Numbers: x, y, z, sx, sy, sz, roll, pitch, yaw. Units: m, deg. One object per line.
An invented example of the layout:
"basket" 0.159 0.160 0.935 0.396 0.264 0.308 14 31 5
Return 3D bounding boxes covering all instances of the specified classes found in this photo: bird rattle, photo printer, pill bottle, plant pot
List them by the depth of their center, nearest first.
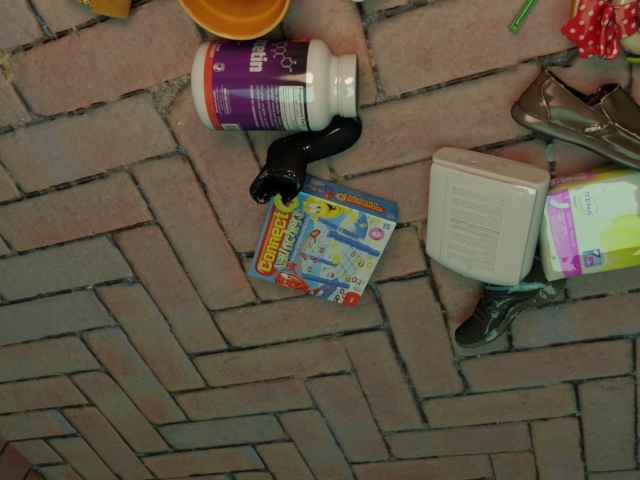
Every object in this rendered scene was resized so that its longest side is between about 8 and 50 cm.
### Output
"plant pot" -0.141 -0.498 0.995 0.205 0.188 0.205 4 140 4
"bird rattle" 0.582 -0.406 1.020 0.253 0.143 0.207 20 105 -13
"pill bottle" -0.086 -0.315 1.142 0.322 0.182 0.182 1 127 7
"photo printer" 0.368 -0.041 1.280 0.255 0.107 0.308 19 133 29

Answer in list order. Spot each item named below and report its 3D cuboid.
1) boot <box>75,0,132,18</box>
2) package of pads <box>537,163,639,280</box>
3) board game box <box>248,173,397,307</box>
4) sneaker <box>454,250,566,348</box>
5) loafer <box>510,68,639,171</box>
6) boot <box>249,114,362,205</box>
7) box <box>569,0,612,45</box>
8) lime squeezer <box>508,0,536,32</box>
"boot" -0.369 -0.532 1.083 0.294 0.104 0.211 16 133 2
"package of pads" 0.636 -0.052 1.256 0.296 0.101 0.229 -12 108 15
"board game box" 0.000 0.000 1.428 0.301 0.086 0.308 17 128 -5
"sneaker" 0.466 0.152 1.472 0.139 0.125 0.341 42 117 -3
"loafer" 0.574 -0.240 1.112 0.365 0.134 0.130 19 122 5
"boot" -0.028 -0.174 1.224 0.246 0.207 0.094 -17 123 19
"box" 0.517 -0.435 1.058 0.081 0.028 0.136 -2 125 9
"lime squeezer" 0.444 -0.497 0.983 0.058 0.110 0.310 8 161 -18
